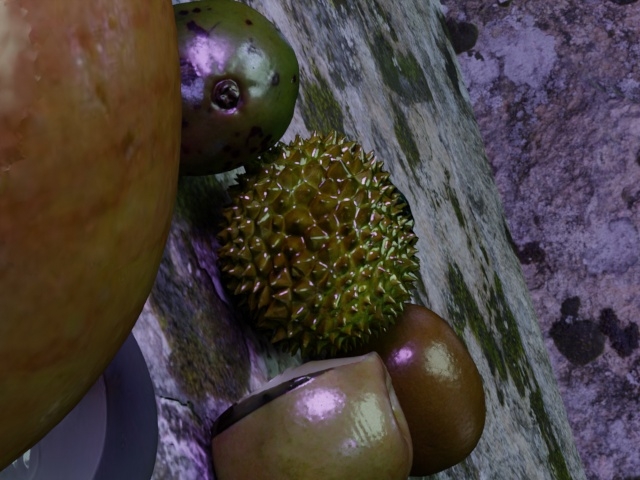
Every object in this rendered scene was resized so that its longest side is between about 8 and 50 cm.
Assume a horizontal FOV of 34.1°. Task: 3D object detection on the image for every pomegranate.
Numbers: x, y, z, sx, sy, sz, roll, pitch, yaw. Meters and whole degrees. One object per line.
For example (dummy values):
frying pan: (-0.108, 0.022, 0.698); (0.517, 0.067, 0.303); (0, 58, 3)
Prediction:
pomegranate: (-0.128, -0.172, 1.153); (0.202, 0.202, 0.248); (62, -8, -17)

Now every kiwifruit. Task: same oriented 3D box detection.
kiwifruit: (0.111, 0.197, 1.341); (0.196, 0.196, 0.234); (-79, 149, -54)

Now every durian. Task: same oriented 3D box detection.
durian: (0.002, -0.002, 1.216); (0.291, 0.225, 0.291); (51, 25, -34)

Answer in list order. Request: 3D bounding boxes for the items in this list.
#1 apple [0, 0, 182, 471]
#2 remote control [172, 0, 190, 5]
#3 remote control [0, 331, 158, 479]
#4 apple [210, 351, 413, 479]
apple: (-0.249, -0.066, 0.456); (0.400, 0.400, 0.333); (62, 16, -17)
remote control: (-0.250, -0.308, 1.140); (0.344, 0.050, 0.145); (17, 55, -64)
remote control: (-0.223, 0.113, 0.737); (0.332, 0.103, 0.221); (17, 57, -66)
apple: (-0.003, 0.214, 1.056); (0.207, 0.188, 0.174); (55, 21, -38)
